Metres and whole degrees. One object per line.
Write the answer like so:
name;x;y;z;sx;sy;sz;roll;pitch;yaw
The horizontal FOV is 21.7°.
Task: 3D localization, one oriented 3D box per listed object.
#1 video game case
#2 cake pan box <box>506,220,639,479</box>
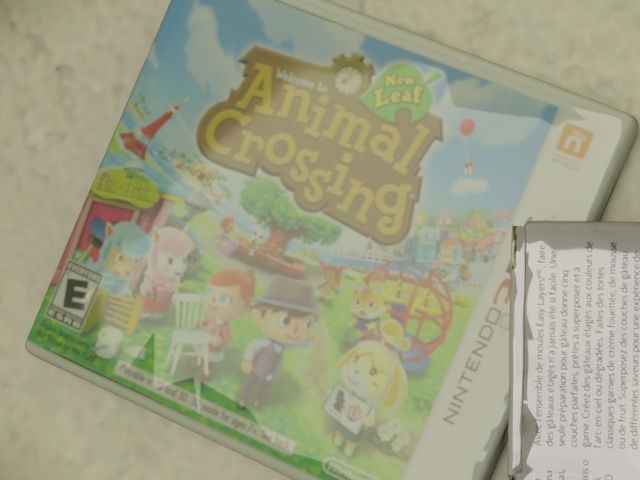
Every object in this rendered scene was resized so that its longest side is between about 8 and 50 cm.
video game case;0.000;0.000;0.713;0.212;0.023;0.193;23;90;18
cake pan box;0.190;0.116;0.608;0.245;0.070;0.267;-1;83;9
